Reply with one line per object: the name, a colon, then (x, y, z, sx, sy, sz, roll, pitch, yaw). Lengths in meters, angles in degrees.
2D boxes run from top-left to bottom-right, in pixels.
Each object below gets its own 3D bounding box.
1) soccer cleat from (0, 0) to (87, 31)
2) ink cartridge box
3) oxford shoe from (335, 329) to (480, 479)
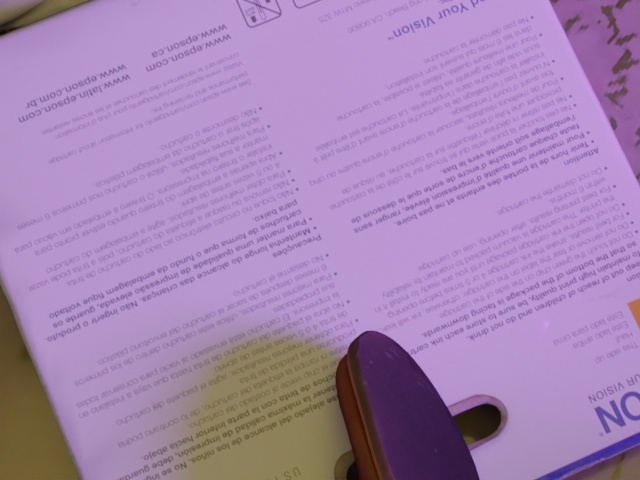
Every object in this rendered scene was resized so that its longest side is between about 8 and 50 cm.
soccer cleat: (-0.207, -0.133, 0.846, 0.196, 0.068, 0.076, 6, 100, -4)
ink cartridge box: (0.000, 0.000, 0.800, 0.324, 0.071, 0.330, -23, 81, -7)
oxford shoe: (0.038, 0.147, 0.706, 0.076, 0.076, 0.212, -27, 70, 33)
